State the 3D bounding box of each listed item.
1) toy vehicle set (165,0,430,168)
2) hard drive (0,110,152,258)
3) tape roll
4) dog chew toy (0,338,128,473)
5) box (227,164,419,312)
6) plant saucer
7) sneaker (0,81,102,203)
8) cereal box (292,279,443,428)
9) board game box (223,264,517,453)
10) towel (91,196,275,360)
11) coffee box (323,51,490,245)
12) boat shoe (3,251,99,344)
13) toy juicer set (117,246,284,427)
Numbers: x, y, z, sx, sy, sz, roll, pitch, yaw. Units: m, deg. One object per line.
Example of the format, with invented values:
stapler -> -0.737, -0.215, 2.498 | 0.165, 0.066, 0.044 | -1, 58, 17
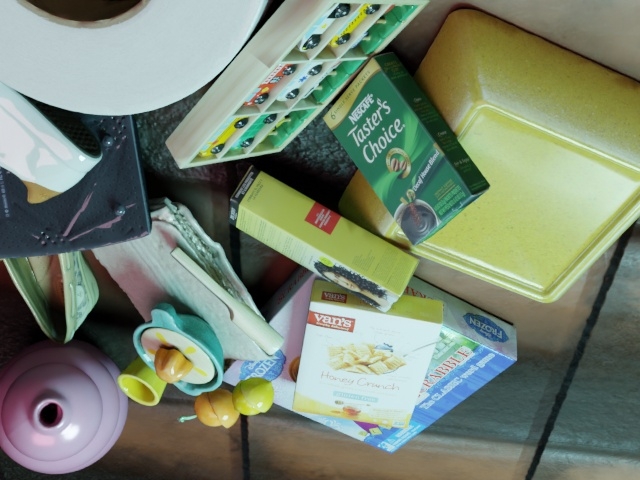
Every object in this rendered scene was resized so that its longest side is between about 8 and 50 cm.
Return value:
toy vehicle set -> -0.026, -0.172, 0.892 | 0.267, 0.166, 0.035 | -40, 76, 38
hard drive -> -0.332, -0.070, 1.056 | 0.254, 0.054, 0.172 | -7, 98, 10
tape roll -> -0.219, -0.305, 0.790 | 0.392, 0.072, 0.392 | 7, 123, 11
dog chew toy -> -0.382, 0.243, 1.260 | 0.206, 0.207, 0.332 | 20, 169, -10
box -> 0.000, 0.000, 1.061 | 0.232, 0.058, 0.087 | 30, 160, 3
plant saucer -> 0.226, -0.059, 1.010 | 0.333, 0.081, 0.333 | 21, 135, -11
sneaker -> -0.387, -0.156, 0.954 | 0.123, 0.106, 0.290 | -39, 103, 17
cereal box -> 0.058, 0.161, 1.183 | 0.173, 0.047, 0.240 | 9, 135, 0
board game box -> 0.061, 0.166, 1.270 | 0.318, 0.066, 0.319 | 26, 133, -16
towel -> -0.194, 0.059, 1.182 | 0.187, 0.049, 0.282 | -4, 129, 35
coffee box -> 0.089, -0.098, 0.943 | 0.184, 0.040, 0.113 | 57, 138, 10
boat shoe -> -0.381, 0.022, 1.185 | 0.104, 0.089, 0.285 | -3, 133, 14
toy juicer set -> -0.155, 0.169, 1.163 | 0.209, 0.089, 0.329 | 31, 140, 0
